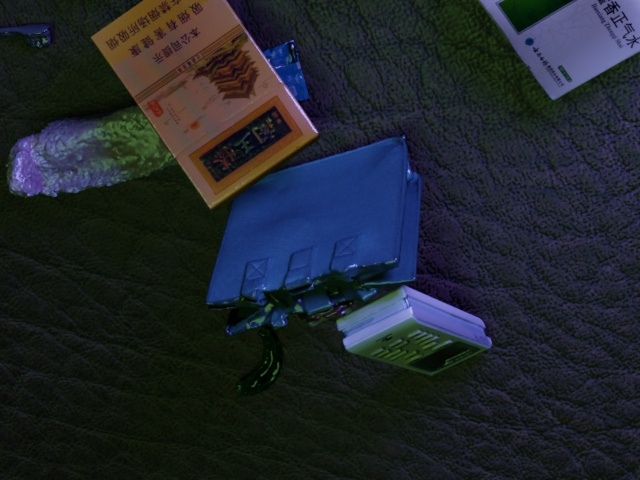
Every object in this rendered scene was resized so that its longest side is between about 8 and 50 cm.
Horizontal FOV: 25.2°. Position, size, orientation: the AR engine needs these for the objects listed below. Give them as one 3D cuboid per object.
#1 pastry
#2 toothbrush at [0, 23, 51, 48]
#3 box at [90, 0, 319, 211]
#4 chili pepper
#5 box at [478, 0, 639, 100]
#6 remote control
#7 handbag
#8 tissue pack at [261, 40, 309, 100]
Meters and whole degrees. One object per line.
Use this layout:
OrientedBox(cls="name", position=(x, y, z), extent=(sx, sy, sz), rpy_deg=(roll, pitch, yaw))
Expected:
OrientedBox(cls="pastry", position=(-0.294, -0.126, 1.953), extent=(0.265, 0.112, 0.102), rpy_deg=(-12, 97, 2))
OrientedBox(cls="toothbrush", position=(-0.512, -0.275, 1.978), extent=(0.297, 0.030, 0.030), rpy_deg=(-2, 120, 11))
OrientedBox(cls="box", position=(-0.147, -0.197, 1.858), extent=(0.174, 0.076, 0.274), rpy_deg=(-35, 89, 0))
OrientedBox(cls="chili pepper", position=(-0.082, 0.183, 2.065), extent=(0.055, 0.035, 0.118), rpy_deg=(17, 118, -14))
OrientedBox(cls="box", position=(0.295, -0.300, 1.736), extent=(0.168, 0.095, 0.212), rpy_deg=(-31, 128, 18))
OrientedBox(cls="remote control", position=(0.129, 0.126, 1.886), extent=(0.103, 0.277, 0.055), rpy_deg=(-28, 67, 20))
OrientedBox(cls="handbag", position=(0.002, 0.002, 1.858), extent=(0.269, 0.274, 0.100), rpy_deg=(-17, 125, 17))
OrientedBox(cls="tissue pack", position=(-0.091, -0.216, 1.921), extent=(0.138, 0.028, 0.085), rpy_deg=(-10, 109, 18))
